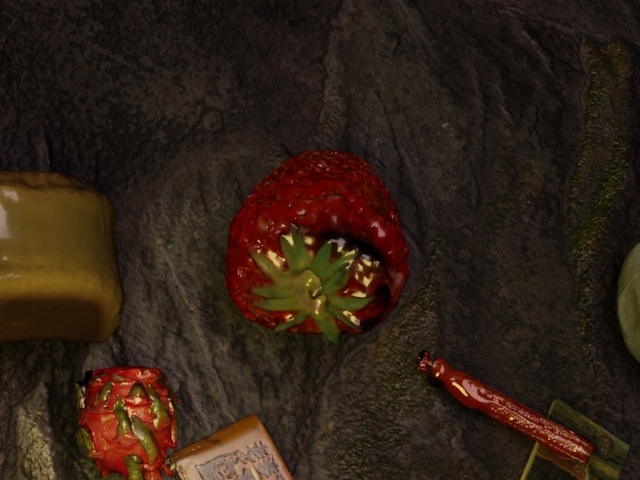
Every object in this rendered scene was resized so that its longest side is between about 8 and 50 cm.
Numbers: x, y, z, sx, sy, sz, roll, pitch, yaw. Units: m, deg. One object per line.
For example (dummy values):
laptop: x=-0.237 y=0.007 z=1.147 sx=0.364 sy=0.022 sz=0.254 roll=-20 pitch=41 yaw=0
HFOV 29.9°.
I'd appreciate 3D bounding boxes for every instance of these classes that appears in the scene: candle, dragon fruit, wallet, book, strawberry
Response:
candle: x=0.304 y=0.281 z=1.990 sx=0.329 sy=0.048 sz=0.051 roll=29 pitch=86 yaw=1
dragon fruit: x=-0.277 y=0.270 z=1.729 sx=0.160 sy=0.166 sz=0.172 roll=0 pitch=80 yaw=-28
wallet: x=-0.116 y=0.375 z=1.804 sx=0.161 sy=0.042 sz=0.195 roll=-24 pitch=78 yaw=-28
book: x=0.419 y=0.400 z=2.013 sx=0.160 sy=0.024 sz=0.228 roll=34 pitch=60 yaw=-6
strawberry: x=0.002 y=0.014 z=1.896 sx=0.292 sy=0.292 sz=0.310 roll=40 pitch=23 yaw=-1

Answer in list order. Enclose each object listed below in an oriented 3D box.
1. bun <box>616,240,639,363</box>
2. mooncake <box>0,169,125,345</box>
bun: x=0.699 y=0.122 z=2.145 sx=0.354 sy=0.194 sz=0.354 roll=9 pitch=63 yaw=-18
mooncake: x=-0.478 y=0.051 z=1.701 sx=0.394 sy=0.393 sz=0.246 roll=18 pitch=54 yaw=-60
